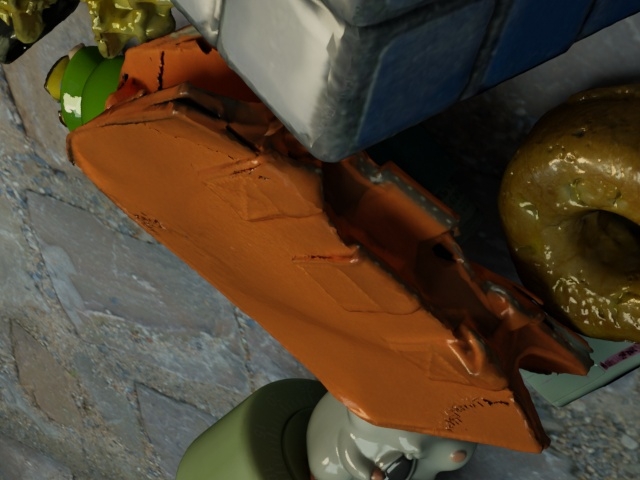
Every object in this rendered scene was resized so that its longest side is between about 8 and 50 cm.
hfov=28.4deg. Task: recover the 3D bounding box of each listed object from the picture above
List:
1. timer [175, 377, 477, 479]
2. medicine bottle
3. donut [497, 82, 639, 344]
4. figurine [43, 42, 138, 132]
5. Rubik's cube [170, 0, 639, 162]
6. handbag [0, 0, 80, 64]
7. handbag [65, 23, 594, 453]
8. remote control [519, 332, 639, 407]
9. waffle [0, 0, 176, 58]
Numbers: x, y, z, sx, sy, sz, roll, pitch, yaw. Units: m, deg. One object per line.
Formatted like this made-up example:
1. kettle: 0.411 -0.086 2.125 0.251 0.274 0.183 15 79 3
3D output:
1. timer: 0.043 0.225 1.326 0.291 0.291 0.315 41 121 2
2. medicine bottle: 0.030 -0.090 1.119 0.258 0.079 0.124 46 141 -7
3. donut: 0.243 -0.016 0.967 0.227 0.114 0.226 26 141 24
4. figurine: -0.179 -0.120 1.246 0.263 0.143 0.162 20 134 44
5. Rubik's cube: 0.056 -0.305 0.579 0.344 0.337 0.344 49 147 24
6. handbag: -0.340 -0.386 1.088 0.416 0.180 0.317 42 143 -12
7. handbag: 0.000 0.000 1.033 0.410 0.116 0.303 43 159 -22
8. remote control: 0.250 0.108 1.161 0.065 0.029 0.166 44 144 -1
9. waffle: -0.205 -0.258 1.007 0.250 0.056 0.261 -25 117 38
